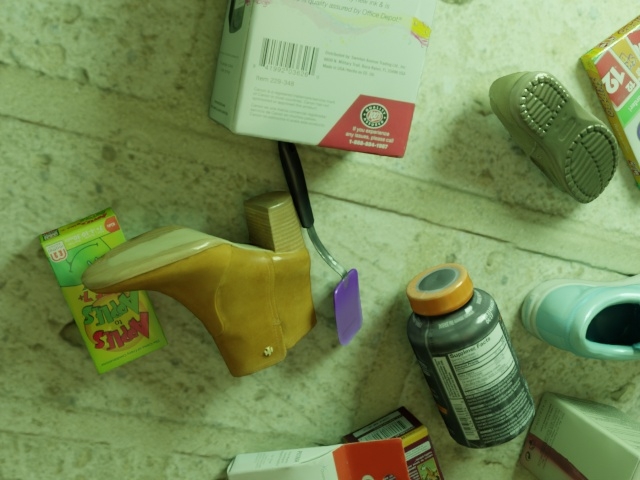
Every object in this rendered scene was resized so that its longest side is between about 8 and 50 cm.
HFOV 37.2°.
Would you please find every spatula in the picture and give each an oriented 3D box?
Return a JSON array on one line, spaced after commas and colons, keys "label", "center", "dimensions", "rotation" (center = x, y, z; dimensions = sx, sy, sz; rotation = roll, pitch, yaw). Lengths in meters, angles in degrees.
[{"label": "spatula", "center": [0.000, 0.000, 1.233], "dimensions": [0.030, 0.084, 0.296], "rotation": [-13, 109, 30]}]

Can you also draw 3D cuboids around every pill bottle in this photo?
[{"label": "pill bottle", "center": [0.199, 0.154, 1.305], "dimensions": [0.130, 0.130, 0.245], "rotation": [-29, 112, -11]}]

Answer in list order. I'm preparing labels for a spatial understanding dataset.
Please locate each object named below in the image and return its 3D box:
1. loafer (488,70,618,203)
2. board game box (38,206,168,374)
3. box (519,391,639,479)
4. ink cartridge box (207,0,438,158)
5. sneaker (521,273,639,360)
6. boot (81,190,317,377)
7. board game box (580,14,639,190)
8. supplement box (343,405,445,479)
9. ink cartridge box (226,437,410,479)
[{"label": "loafer", "center": [0.318, -0.148, 1.290], "dimensions": [0.102, 0.092, 0.268], "rotation": [-48, 131, -1]}, {"label": "board game box", "center": [-0.262, 0.062, 1.155], "dimensions": [0.092, 0.043, 0.181], "rotation": [-23, 111, -13]}, {"label": "box", "center": [0.425, 0.330, 1.382], "dimensions": [0.149, 0.232, 0.126], "rotation": [15, 98, -23]}, {"label": "ink cartridge box", "center": [0.009, -0.266, 1.116], "dimensions": [0.226, 0.131, 0.306], "rotation": [8, 101, -22]}, {"label": "sneaker", "center": [0.487, 0.123, 1.393], "dimensions": [0.366, 0.150, 0.135], "rotation": [-5, 107, -19]}, {"label": "boot", "center": [-0.130, 0.079, 1.156], "dimensions": [0.295, 0.104, 0.211], "rotation": [-22, 116, -30]}, {"label": "board game box", "center": [0.477, -0.187, 1.368], "dimensions": [0.124, 0.039, 0.259], "rotation": [-36, 117, -7]}, {"label": "supplement box", "center": [0.117, 0.348, 1.356], "dimensions": [0.104, 0.081, 0.188], "rotation": [-24, 111, -12]}, {"label": "ink cartridge box", "center": [0.008, 0.368, 1.283], "dimensions": [0.232, 0.066, 0.189], "rotation": [-7, 110, 15]}]
